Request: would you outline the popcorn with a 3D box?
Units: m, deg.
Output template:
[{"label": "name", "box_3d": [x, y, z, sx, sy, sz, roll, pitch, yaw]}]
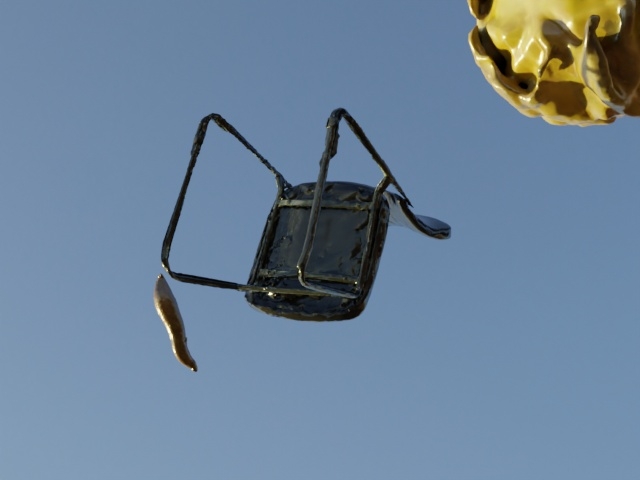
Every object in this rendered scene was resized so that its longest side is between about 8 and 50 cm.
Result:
[{"label": "popcorn", "box_3d": [0.243, -0.208, 1.138, 0.190, 0.250, 0.250, -18, -34, -45]}]

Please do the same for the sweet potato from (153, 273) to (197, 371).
[{"label": "sweet potato", "box_3d": [-0.160, 0.090, 1.431, 0.026, 0.115, 0.026, -18, -8, -3]}]

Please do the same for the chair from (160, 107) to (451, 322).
[{"label": "chair", "box_3d": [0.000, 0.000, 1.093, 0.140, 0.145, 0.221, 3, -20, 34]}]
